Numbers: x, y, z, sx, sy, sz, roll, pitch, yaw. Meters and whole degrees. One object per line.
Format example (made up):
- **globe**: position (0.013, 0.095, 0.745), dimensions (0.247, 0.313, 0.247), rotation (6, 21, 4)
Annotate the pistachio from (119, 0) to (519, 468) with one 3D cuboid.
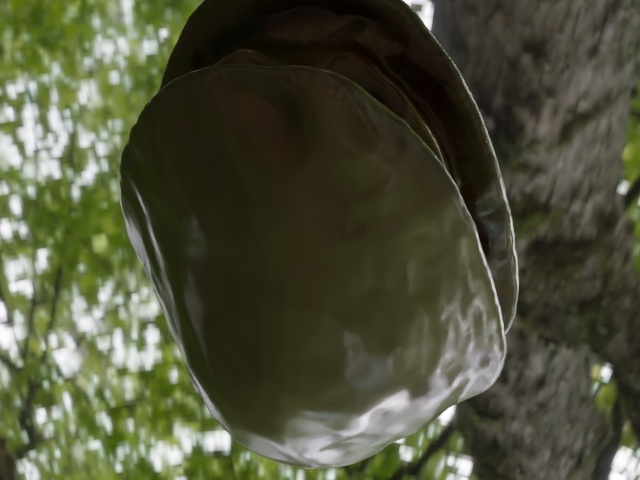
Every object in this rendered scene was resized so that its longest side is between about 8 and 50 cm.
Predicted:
- **pistachio**: position (0.000, 0.000, 0.627), dimensions (0.152, 0.223, 0.126), rotation (18, -126, 11)
